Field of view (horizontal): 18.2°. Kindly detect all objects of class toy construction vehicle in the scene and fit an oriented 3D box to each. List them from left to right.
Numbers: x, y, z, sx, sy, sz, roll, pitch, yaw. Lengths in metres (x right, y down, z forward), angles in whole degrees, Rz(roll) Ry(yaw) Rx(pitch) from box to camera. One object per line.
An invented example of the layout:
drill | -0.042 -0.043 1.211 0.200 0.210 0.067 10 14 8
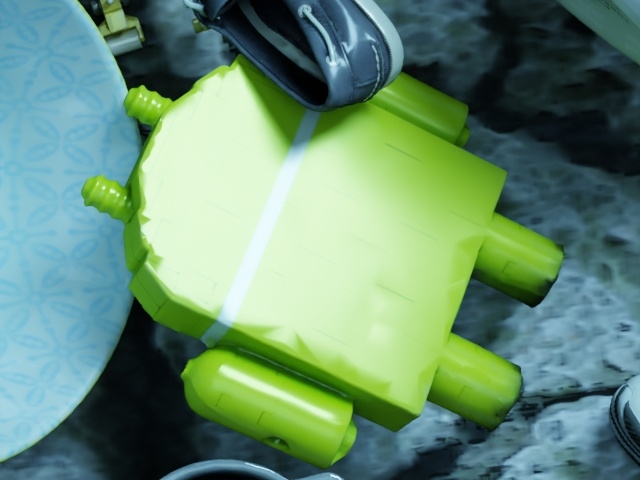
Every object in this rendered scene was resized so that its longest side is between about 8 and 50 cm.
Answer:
toy construction vehicle | -0.112 -0.164 1.191 0.086 0.035 0.098 -14 90 -4

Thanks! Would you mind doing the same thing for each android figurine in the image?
android figurine | 0.000 0.000 1.145 0.273 0.056 0.248 24 66 -8

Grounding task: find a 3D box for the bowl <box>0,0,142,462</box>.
bowl | -0.248 -0.021 1.106 0.156 0.289 0.289 1 89 39

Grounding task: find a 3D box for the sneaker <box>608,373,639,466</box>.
sneaker | 0.320 0.144 1.184 0.281 0.106 0.162 45 84 -2

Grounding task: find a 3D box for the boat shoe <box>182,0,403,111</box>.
boat shoe | -0.046 -0.150 1.124 0.206 0.075 0.065 43 47 9

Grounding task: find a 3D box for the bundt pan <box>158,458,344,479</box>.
bundt pan | -0.053 0.284 1.147 0.331 0.124 0.330 0 89 -4

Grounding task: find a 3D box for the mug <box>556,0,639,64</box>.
mug | 0.205 -0.296 1.106 0.374 0.276 0.328 41 92 10
